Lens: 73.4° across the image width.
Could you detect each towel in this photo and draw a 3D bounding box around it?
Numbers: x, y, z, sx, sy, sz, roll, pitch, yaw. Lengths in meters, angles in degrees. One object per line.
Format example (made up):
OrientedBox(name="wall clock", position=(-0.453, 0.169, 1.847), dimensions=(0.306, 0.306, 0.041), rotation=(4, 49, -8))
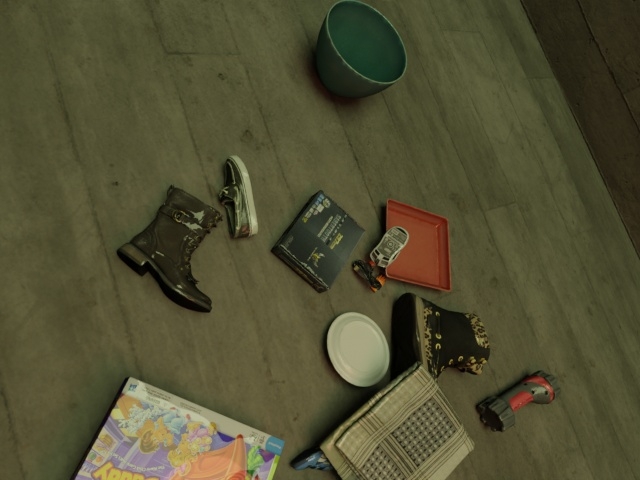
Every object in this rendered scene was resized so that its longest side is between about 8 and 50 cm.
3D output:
OrientedBox(name="towel", position=(0.197, 0.500, 1.033), dimensions=(0.324, 0.056, 0.312), rotation=(-36, 108, -11))

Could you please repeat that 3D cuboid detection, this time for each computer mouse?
OrientedBox(name="computer mouse", position=(0.186, 0.043, 1.250), dimensions=(0.106, 0.042, 0.193), rotation=(39, 80, 19))

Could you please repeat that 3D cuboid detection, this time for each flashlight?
OrientedBox(name="flashlight", position=(0.637, 0.511, 1.360), dimensions=(0.304, 0.103, 0.103), rotation=(-14, 83, -34))

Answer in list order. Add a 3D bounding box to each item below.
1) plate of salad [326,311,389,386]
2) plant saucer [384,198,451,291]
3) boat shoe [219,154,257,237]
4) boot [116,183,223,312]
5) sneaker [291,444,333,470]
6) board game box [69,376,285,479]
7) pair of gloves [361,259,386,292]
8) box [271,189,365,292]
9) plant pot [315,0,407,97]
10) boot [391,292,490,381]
OrientedBox(name="plate of salad", position=(0.099, 0.292, 1.155), dimensions=(0.200, 0.048, 0.199), rotation=(17, 55, -25))
OrientedBox(name="plant saucer", position=(0.301, 0.021, 1.367), dimensions=(0.259, 0.048, 0.258), rotation=(15, 67, -26))
OrientedBox(name="boat shoe", position=(-0.218, -0.114, 1.093), dimensions=(0.070, 0.078, 0.219), rotation=(-9, 80, -34))
OrientedBox(name="boot", position=(-0.301, 0.013, 0.992), dimensions=(0.263, 0.091, 0.229), rotation=(41, 58, -9))
OrientedBox(name="sneaker", position=(0.001, 0.519, 1.014), dimensions=(0.144, 0.053, 0.059), rotation=(-6, 78, -31))
OrientedBox(name="board game box", position=(-0.269, 0.443, 0.827), dimensions=(0.347, 0.078, 0.233), rotation=(31, 60, -18))
OrientedBox(name="pair of gloves", position=(0.157, 0.104, 1.276), dimensions=(0.083, 0.010, 0.074), rotation=(50, 56, -5))
OrientedBox(name="box", position=(0.000, 0.000, 1.191), dimensions=(0.183, 0.059, 0.232), rotation=(43, 58, -12))
OrientedBox(name="plant pot", position=(0.099, -0.569, 1.366), dimensions=(0.291, 0.195, 0.290), rotation=(11, 68, -27))
OrientedBox(name="boot", position=(0.349, 0.353, 1.231), dimensions=(0.284, 0.138, 0.377), rotation=(14, 61, -26))
